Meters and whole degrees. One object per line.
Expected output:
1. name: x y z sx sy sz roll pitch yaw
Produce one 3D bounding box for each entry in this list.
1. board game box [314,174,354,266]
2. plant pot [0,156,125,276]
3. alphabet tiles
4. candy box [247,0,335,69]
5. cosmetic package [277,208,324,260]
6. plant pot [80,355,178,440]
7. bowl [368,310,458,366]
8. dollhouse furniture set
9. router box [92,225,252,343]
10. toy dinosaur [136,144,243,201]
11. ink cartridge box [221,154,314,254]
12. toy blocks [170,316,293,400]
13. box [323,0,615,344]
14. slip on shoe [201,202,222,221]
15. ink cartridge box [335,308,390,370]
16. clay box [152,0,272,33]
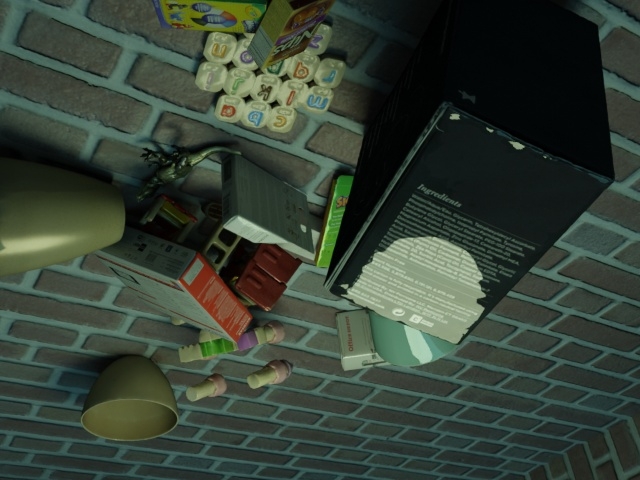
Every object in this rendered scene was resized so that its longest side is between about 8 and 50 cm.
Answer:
1. board game box: 0.069 -0.048 1.815 0.124 0.039 0.259 1 126 -20
2. plant pot: -0.577 -0.053 1.616 0.274 0.256 0.256 -2 144 -33
3. alphabet tiles: -0.099 -0.336 1.490 0.284 0.021 0.278 8 137 -19
4. candy box: -0.049 -0.383 1.305 0.109 0.053 0.186 -32 176 -28
5. cosmetic package: 0.000 0.000 1.899 0.239 0.060 0.099 23 133 -33
6. plant pot: -0.580 0.468 2.286 0.284 0.191 0.284 -5 141 -4
7. bowl: 0.250 0.170 2.006 0.311 0.311 0.163 -22 120 18
8. dollhouse furniture set: -0.254 0.013 1.788 0.374 0.152 0.201 40 157 -19
9. router box: -0.368 0.096 1.794 0.335 0.082 0.301 17 154 32
10. toy dinosaur: -0.315 -0.170 1.634 0.268 0.064 0.118 -22 154 17
11. ink cartridge box: -0.121 -0.070 1.687 0.066 0.189 0.232 -31 137 27
12. toy blocks: -0.230 0.269 2.118 0.288 0.309 0.260 -17 175 30
13. box: 0.260 -0.157 1.368 0.297 0.480 0.472 22 136 -6
14. slip on shoe: -0.230 -0.058 1.807 0.135 0.051 0.041 19 175 -41
15. ink cartridge box: 0.161 0.287 2.210 0.218 0.159 0.092 -7 142 -1
16. clay box: -0.174 -0.411 1.299 0.222 0.053 0.127 3 173 -3
